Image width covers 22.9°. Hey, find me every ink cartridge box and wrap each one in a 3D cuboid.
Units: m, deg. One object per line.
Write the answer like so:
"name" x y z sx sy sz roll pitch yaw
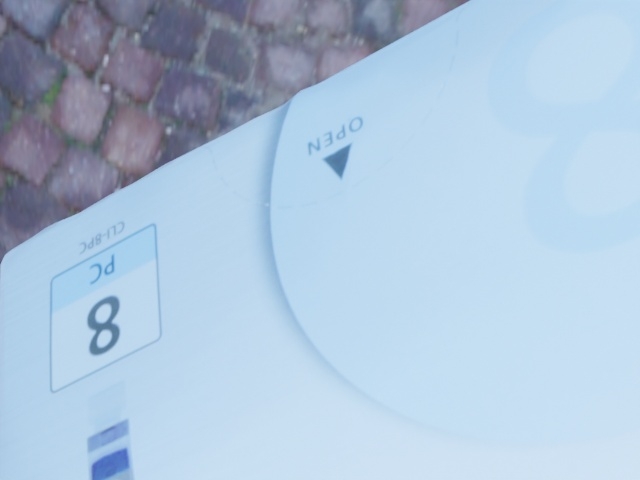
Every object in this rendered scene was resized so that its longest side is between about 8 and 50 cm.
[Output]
"ink cartridge box" 0.044 0.109 0.453 0.308 0.091 0.385 -26 49 23
